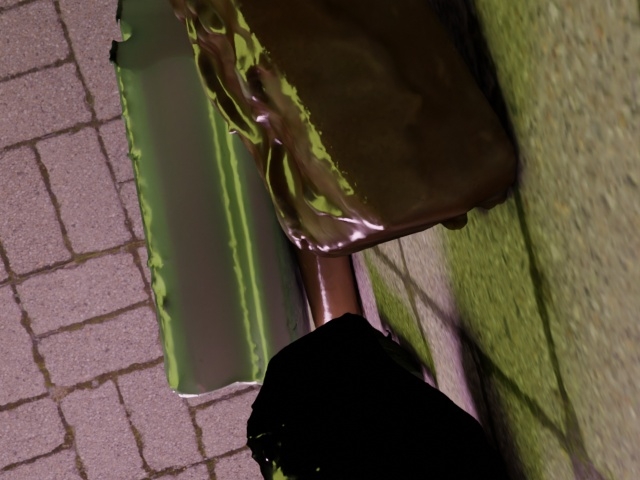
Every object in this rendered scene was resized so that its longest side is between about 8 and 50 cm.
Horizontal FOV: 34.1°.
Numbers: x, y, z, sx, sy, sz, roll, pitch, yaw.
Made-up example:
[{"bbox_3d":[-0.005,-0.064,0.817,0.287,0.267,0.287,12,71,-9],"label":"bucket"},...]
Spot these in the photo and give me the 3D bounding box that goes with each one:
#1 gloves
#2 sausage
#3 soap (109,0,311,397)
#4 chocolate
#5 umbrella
[{"bbox_3d":[0.063,0.201,0.706,0.197,0.152,0.301,-71,-37,-63],"label":"gloves"},{"bbox_3d":[-0.001,-0.001,1.134,0.066,0.066,0.301,-113,10,-45],"label":"sausage"},{"bbox_3d":[-0.117,-0.072,1.194,0.261,0.156,0.446,-63,-37,-82],"label":"soap"},{"bbox_3d":[-0.005,-0.085,0.519,0.214,0.093,0.148,61,167,0],"label":"chocolate"},{"bbox_3d":[0.050,0.116,0.982,0.236,0.066,0.059,-144,43,-76],"label":"umbrella"}]
